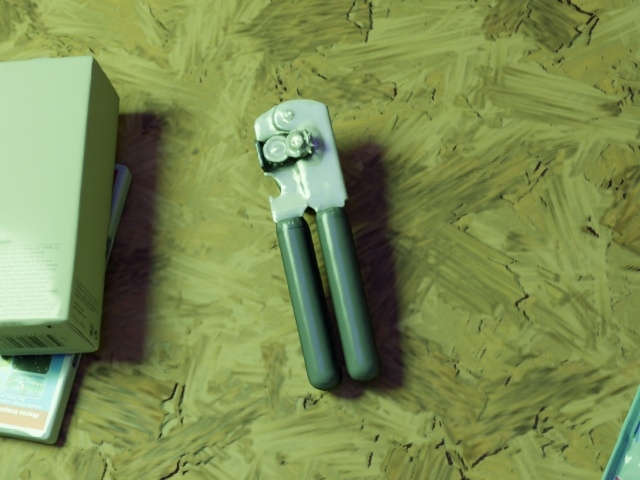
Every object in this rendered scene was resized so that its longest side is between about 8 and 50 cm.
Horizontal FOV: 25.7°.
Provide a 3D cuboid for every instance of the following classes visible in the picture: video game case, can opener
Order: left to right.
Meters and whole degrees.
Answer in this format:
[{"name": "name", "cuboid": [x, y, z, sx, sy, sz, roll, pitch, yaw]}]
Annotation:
[{"name": "video game case", "cuboid": [-0.316, 0.046, 1.382, 0.204, 0.025, 0.285, 8, 69, 15]}, {"name": "can opener", "cuboid": [0.000, 0.000, 1.307, 0.074, 0.093, 0.280, -15, 74, 8]}]

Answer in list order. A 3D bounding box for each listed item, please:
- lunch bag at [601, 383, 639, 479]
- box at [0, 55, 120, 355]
[{"name": "lunch bag", "cuboid": [0.280, 0.253, 1.054, 0.160, 0.223, 0.262, 15, 72, 26]}, {"name": "box", "cuboid": [-0.264, -0.034, 1.339, 0.113, 0.094, 0.275, -2, 67, 11]}]
